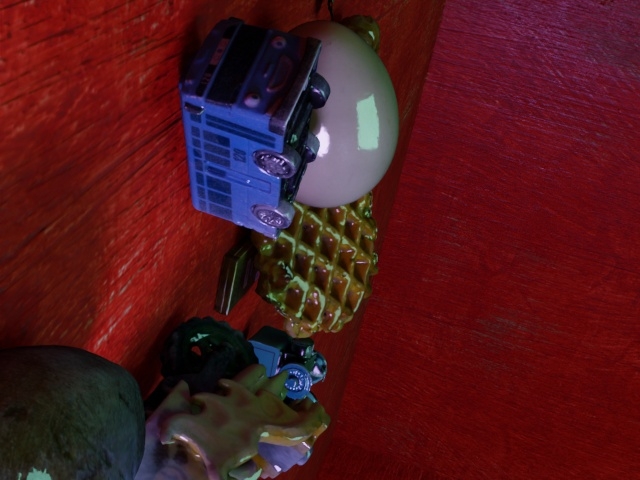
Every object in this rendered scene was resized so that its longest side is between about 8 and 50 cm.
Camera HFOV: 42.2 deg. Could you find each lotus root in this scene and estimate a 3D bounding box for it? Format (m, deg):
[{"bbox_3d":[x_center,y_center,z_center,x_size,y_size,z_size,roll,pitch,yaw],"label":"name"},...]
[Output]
[{"bbox_3d":[-0.196,0.151,0.598,0.322,0.140,0.158,-18,125,-82],"label":"lotus root"}]

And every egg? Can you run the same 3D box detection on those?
[{"bbox_3d":[0.005,-0.156,1.042,0.253,0.189,0.188,87,21,-48],"label":"egg"}]

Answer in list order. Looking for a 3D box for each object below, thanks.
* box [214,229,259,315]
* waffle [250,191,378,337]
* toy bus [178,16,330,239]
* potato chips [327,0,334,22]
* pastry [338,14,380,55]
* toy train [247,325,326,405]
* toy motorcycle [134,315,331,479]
[{"bbox_3d":[-0.116,0.042,1.220,0.133,0.023,0.090,-54,161,-63],"label":"box"},{"bbox_3d":[0.000,0.000,1.282,0.302,0.068,0.325,-36,119,-50],"label":"waffle"},{"bbox_3d":[-0.072,-0.110,0.849,0.234,0.134,0.116,101,10,-64],"label":"toy bus"},{"bbox_3d":[0.015,-0.402,1.144,0.220,0.029,0.202,65,41,-74],"label":"potato chips"},{"bbox_3d":[0.049,-0.299,1.374,0.153,0.081,0.153,-56,164,-25],"label":"pastry"},{"bbox_3d":[-0.079,0.248,1.418,0.107,0.154,0.198,-35,141,-70],"label":"toy train"},{"bbox_3d":[-0.134,0.259,0.893,0.169,0.237,0.410,-45,-169,38],"label":"toy motorcycle"}]
